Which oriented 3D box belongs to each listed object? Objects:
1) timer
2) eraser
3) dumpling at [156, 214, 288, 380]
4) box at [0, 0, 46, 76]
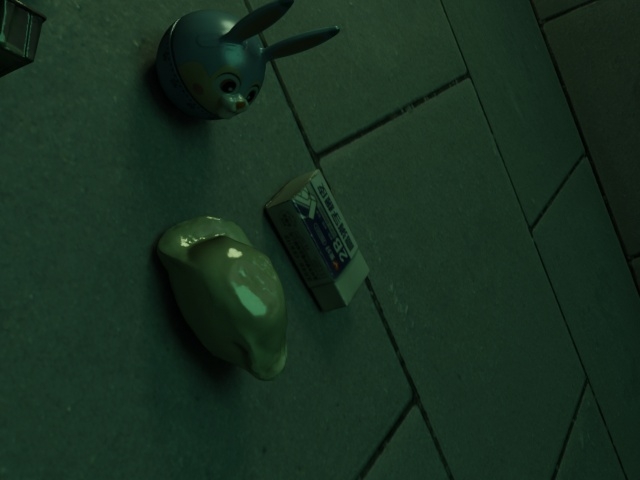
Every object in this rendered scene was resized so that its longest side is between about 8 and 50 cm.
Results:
[{"bbox_3d":[-0.119,-0.247,1.136,0.175,0.255,0.175,-19,114,-52],"label":"timer"},{"bbox_3d":[0.000,0.000,1.350,0.210,0.068,0.124,62,33,-17],"label":"eraser"},{"bbox_3d":[-0.116,0.075,1.083,0.162,0.132,0.250,-31,86,-48],"label":"dumpling"},{"bbox_3d":[-0.359,-0.227,0.900,0.060,0.084,0.063,26,59,-50],"label":"box"}]
